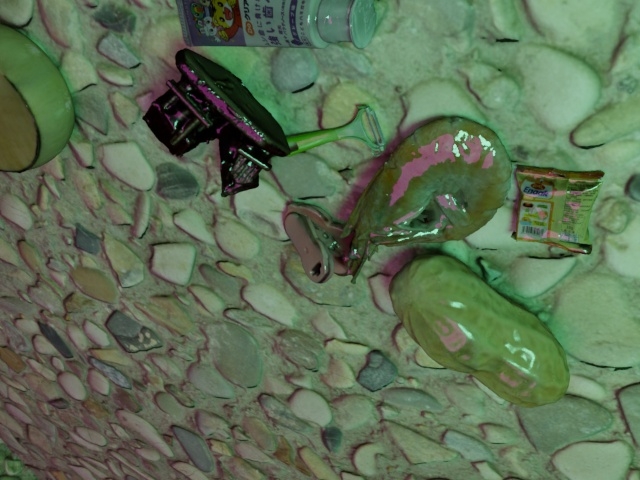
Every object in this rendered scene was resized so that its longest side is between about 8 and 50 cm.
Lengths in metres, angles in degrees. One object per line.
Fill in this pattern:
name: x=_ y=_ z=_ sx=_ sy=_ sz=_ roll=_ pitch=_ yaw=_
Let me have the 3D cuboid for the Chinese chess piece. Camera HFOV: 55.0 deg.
Chinese chess piece: x=-0.550 y=-0.241 z=1.054 sx=0.257 sy=0.104 sz=0.257 roll=14 pitch=133 yaw=16

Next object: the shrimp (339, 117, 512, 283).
shrimp: x=0.140 y=-0.038 z=0.876 sx=0.168 sy=0.077 sz=0.317 roll=35 pitch=127 yaw=-3

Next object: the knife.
knife: x=0.014 y=-0.147 z=0.892 sx=0.166 sy=0.023 sz=0.078 roll=-7 pitch=117 yaw=31

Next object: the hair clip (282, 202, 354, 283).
hair clip: x=0.008 y=-0.003 z=1.016 sx=0.138 sy=0.102 sz=0.123 roll=57 pitch=137 yaw=21

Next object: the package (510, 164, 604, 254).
package: x=0.313 y=-0.041 z=0.821 sx=0.107 sy=0.031 sz=0.121 roll=8 pitch=125 yaw=21

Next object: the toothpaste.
toothpaste: x=-0.076 y=-0.293 z=0.791 sx=0.299 sy=0.073 sz=0.114 roll=15 pitch=133 yaw=27

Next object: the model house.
model house: x=-0.158 y=-0.154 z=0.893 sx=0.164 sy=0.141 sz=0.203 roll=-40 pitch=100 yaw=23

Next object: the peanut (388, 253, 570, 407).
peanut: x=0.244 y=0.143 z=0.937 sx=0.313 sy=0.152 sz=0.152 roll=36 pitch=135 yaw=-7
